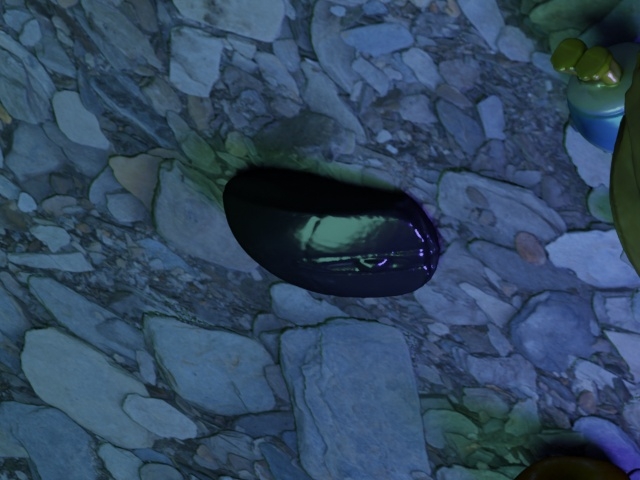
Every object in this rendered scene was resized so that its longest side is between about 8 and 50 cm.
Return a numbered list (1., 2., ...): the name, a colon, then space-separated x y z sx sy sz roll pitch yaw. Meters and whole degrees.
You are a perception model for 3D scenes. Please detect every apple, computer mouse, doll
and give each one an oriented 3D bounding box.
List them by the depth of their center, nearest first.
1. doll: 0.302 -0.096 1.897 0.135 0.099 0.241 -6 128 33
2. computer mouse: 0.000 0.000 2.236 0.269 0.086 0.137 12 140 23
3. apple: 0.303 0.342 2.345 0.195 0.160 0.173 -132 28 -56

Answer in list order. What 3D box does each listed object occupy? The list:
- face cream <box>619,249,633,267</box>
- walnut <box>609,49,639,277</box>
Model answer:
1. face cream: 0.394 0.039 2.024 0.182 0.051 0.072 27 140 5
2. walnut: 0.428 -0.072 1.638 0.383 0.383 0.384 20 142 16
